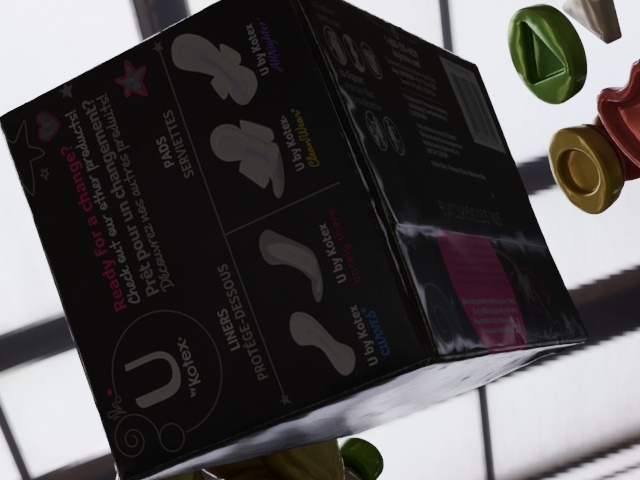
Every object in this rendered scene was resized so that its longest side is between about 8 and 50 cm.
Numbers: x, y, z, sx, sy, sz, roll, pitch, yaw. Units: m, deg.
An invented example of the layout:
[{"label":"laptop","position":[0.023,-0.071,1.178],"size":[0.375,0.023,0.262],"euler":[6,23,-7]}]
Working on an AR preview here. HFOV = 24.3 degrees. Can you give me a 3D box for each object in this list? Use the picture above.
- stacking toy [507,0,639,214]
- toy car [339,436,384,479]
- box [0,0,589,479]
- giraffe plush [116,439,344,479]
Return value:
[{"label":"stacking toy","position":[0.380,-0.198,1.842],"size":[0.130,0.279,0.309],"euler":[-26,-179,-22]},{"label":"toy car","position":[-0.024,0.303,1.497],"size":[0.188,0.149,0.155],"euler":[-19,-162,41]},{"label":"box","position":[0.000,0.000,0.658],"size":[0.142,0.247,0.163],"euler":[-25,-101,20]},{"label":"giraffe plush","position":[-0.058,0.208,1.037],"size":[0.210,0.170,0.181],"euler":[28,-127,-10]}]
